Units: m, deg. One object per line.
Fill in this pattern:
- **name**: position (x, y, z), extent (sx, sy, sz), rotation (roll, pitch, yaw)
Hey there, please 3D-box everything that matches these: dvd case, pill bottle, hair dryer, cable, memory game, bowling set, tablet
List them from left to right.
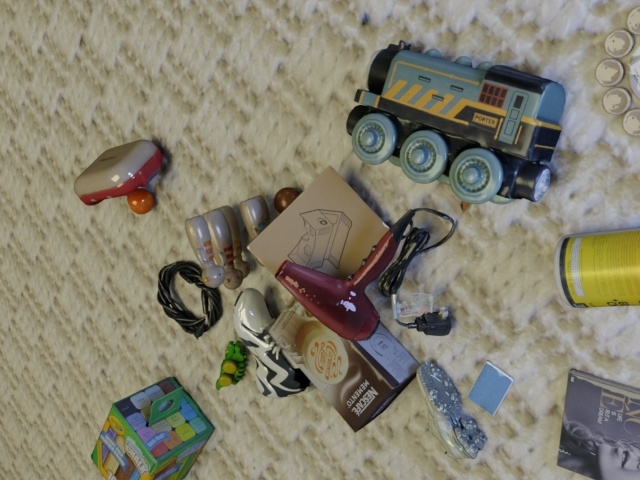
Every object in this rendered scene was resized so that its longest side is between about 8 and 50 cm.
- **cable**: position (-0.298, 0.121, 1.568), extent (0.184, 0.047, 0.150), rotation (49, 128, 18)
- **bowling set**: position (-0.117, -0.001, 1.302), extent (0.200, 0.287, 0.154), rotation (-16, 96, 9)
- **hair dryer**: position (0.072, 0.058, 1.161), extent (0.294, 0.080, 0.223), rotation (-5, 103, -2)
- **tablet**: position (0.278, 0.242, 1.159), extent (0.054, 0.006, 0.083), rotation (35, 124, 26)
- **pill bottle**: position (0.409, 0.034, 0.923), extent (0.184, 0.103, 0.103), rotation (-7, 98, 41)
- **dvd case**: position (0.458, 0.293, 1.018), extent (0.221, 0.018, 0.164), rotation (14, 111, 36)
- **memory game**: position (0.439, -0.212, 0.886), extent (0.186, 0.012, 0.186), rotation (13, 112, 36)

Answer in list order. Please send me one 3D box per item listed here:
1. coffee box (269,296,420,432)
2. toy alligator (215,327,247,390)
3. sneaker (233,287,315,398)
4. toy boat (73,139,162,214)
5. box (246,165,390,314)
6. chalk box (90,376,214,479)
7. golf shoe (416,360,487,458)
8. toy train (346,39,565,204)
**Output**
- **coffee box**: position (0.041, 0.196, 1.277), extent (0.246, 0.098, 0.141), rotation (46, 126, 20)
- **toy alligator**: position (-0.179, 0.253, 1.511), extent (0.051, 0.056, 0.189), rotation (15, 119, -10)
- **sneaker**: position (-0.073, 0.201, 1.377), extent (0.153, 0.094, 0.235), rotation (-6, 99, 39)
- **toy boat**: position (-0.427, -0.121, 1.562), extent (0.231, 0.151, 0.151), rotation (-6, 128, 40)
- **box**: position (0.000, 0.000, 1.205), extent (0.201, 0.021, 0.164), rotation (-43, 94, 6)
- **chalk box**: position (-0.386, 0.457, 1.654), extent (0.179, 0.180, 0.289), rotation (46, 128, 20)
- **golf shoe**: position (0.200, 0.295, 1.202), extent (0.086, 0.069, 0.176), rotation (-37, 78, 46)
- **toy train**: position (0.190, -0.173, 1.031), extent (0.334, 0.142, 0.190), rotation (26, 106, 33)
